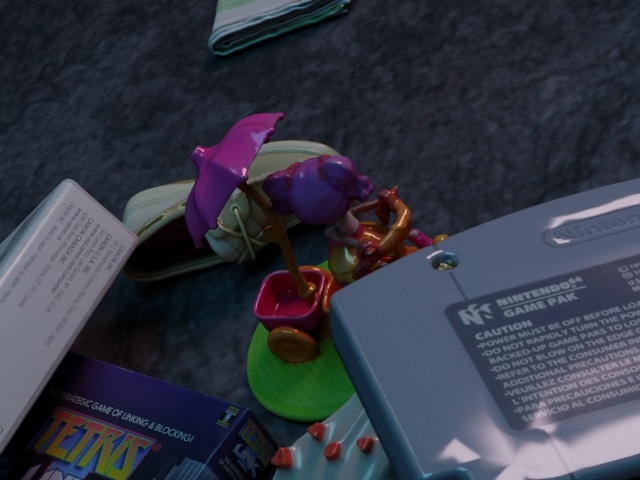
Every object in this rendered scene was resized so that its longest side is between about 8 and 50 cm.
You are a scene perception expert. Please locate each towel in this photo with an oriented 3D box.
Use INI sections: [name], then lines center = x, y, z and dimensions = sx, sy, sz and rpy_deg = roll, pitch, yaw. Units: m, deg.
[towel]
center = -0.026, -0.202, 1.438
dimensions = 0.113, 0.023, 0.152
rpy_deg = -17, 40, 20

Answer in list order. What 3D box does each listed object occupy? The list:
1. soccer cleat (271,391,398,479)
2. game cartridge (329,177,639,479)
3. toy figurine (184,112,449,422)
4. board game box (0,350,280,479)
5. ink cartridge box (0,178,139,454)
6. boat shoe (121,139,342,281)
[soccer cleat]
center = 0.037, 0.098, 1.032
dimensions = 0.068, 0.076, 0.196
rpy_deg = 32, 91, 46
[game cartridge]
center = 0.165, 0.045, 0.924
dimensions = 0.297, 0.062, 0.198
rpy_deg = -14, 32, -9
[toy figurine]
center = 0.000, 0.000, 1.083
dimensions = 0.173, 0.159, 0.130
rpy_deg = -7, 45, 31
[board game box]
center = -0.126, 0.142, 1.115
dimensions = 0.170, 0.048, 0.141
rpy_deg = 12, 58, 44
[ink cartridge box]
center = -0.254, 0.125, 1.172
dimensions = 0.261, 0.066, 0.296
rpy_deg = -38, 16, 40
[boat shoe]
center = -0.055, -0.011, 1.224
dimensions = 0.170, 0.063, 0.059
rpy_deg = -19, 41, 34
